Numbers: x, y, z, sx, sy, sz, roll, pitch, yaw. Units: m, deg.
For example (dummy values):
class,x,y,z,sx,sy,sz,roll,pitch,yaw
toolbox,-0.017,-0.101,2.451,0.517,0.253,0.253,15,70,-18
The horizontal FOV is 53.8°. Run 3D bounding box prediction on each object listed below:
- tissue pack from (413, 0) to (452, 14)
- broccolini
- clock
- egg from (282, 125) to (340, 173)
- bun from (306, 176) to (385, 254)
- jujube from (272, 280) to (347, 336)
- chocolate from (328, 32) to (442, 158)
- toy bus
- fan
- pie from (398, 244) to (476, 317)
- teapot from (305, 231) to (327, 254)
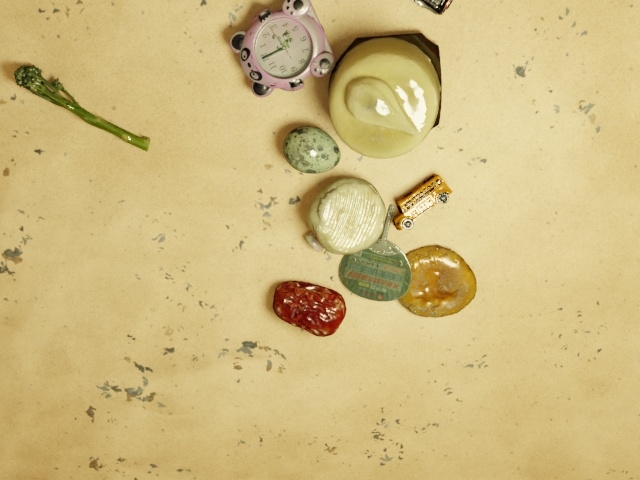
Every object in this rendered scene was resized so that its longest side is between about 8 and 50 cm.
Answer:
class,x,y,z,sx,sy,sz,roll,pitch,yaw
tissue pack,0.304,-0.776,1.607,0.245,0.123,0.332,26,111,-18
broccolini,-0.649,-0.369,1.751,0.392,0.079,0.074,27,97,-20
clock,-0.102,-0.513,1.692,0.248,0.090,0.227,-23,106,10
egg,-0.023,-0.253,1.783,0.172,0.132,0.132,13,110,-20
bun,0.076,-0.072,1.851,0.239,0.141,0.239,-6,106,-21
jujube,-0.037,0.208,1.955,0.230,0.155,0.155,15,110,-2
chocolate,0.183,-0.364,1.668,0.326,0.297,0.314,-4,116,-2
toy bus,0.289,-0.112,1.872,0.194,0.083,0.088,-37,99,1
fan,0.158,0.056,1.959,0.223,0.012,0.294,-14,97,14
pie,0.362,0.139,1.991,0.274,0.069,0.273,2,113,4
teapot,0.000,0.000,1.920,0.064,0.064,0.083,-43,104,4
